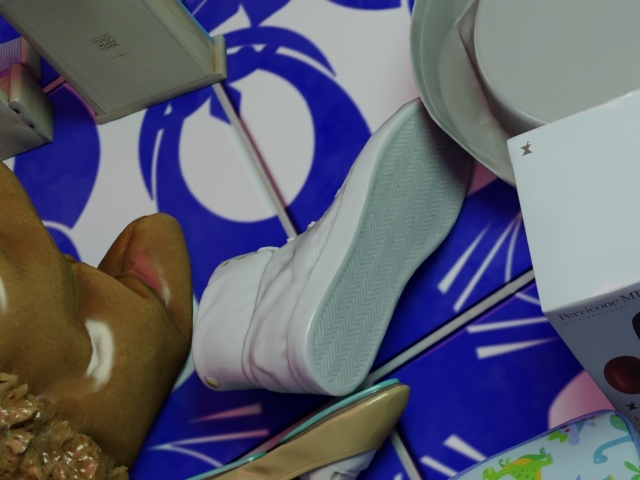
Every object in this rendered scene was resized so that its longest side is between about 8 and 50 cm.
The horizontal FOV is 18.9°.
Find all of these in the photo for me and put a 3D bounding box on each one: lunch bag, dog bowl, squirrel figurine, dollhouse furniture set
[{"bbox_3d":[0.166,0.230,1.281,0.176,0.090,0.219,-28,40,11],"label":"lunch bag"},{"bbox_3d":[0.247,-0.167,1.498,0.349,0.102,0.348,-14,53,19],"label":"dog bowl"},{"bbox_3d":[-0.292,0.088,1.472,0.281,0.370,0.397,-22,52,16],"label":"squirrel figurine"},{"bbox_3d":[-0.238,-0.283,1.799,0.286,0.198,0.303,-18,52,19],"label":"dollhouse furniture set"}]

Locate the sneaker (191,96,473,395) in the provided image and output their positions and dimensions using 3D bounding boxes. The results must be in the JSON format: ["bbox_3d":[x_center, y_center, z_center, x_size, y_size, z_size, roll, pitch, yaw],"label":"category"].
[{"bbox_3d":[0.000,0.000,1.535,0.169,0.108,0.292,-7,41,44],"label":"sneaker"}]

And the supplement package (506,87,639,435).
[{"bbox_3d":[0.261,0.007,1.315,0.194,0.203,0.149,-21,52,18],"label":"supplement package"}]

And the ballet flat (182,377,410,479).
[{"bbox_3d":[-0.023,0.183,1.466,0.232,0.080,0.073,-27,78,15],"label":"ballet flat"}]
